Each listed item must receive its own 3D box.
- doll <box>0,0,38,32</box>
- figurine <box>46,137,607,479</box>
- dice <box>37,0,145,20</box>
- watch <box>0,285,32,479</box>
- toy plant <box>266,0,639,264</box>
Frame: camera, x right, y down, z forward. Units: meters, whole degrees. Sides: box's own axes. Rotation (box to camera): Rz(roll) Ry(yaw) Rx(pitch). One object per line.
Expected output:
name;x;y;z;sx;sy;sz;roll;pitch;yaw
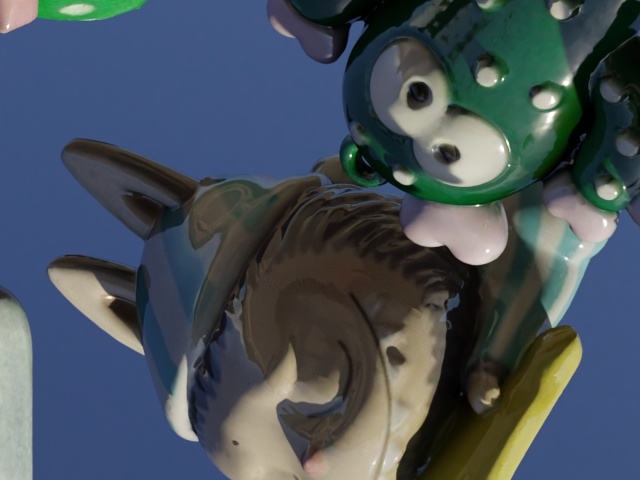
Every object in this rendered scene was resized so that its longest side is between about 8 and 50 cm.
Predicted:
doll;-0.174;-0.210;0.917;0.093;0.262;0.211;-33;-96;-37
figurine;0.000;0.000;1.308;0.377;0.266;0.361;31;-110;-6
dice;-0.217;-0.274;1.661;0.130;0.120;0.128;-4;-102;-23
watch;-0.231;0.090;0.953;0.193;0.206;0.068;1;-175;36
toy plant;0.090;-0.095;1.056;0.112;0.243;0.233;-43;-64;-49
